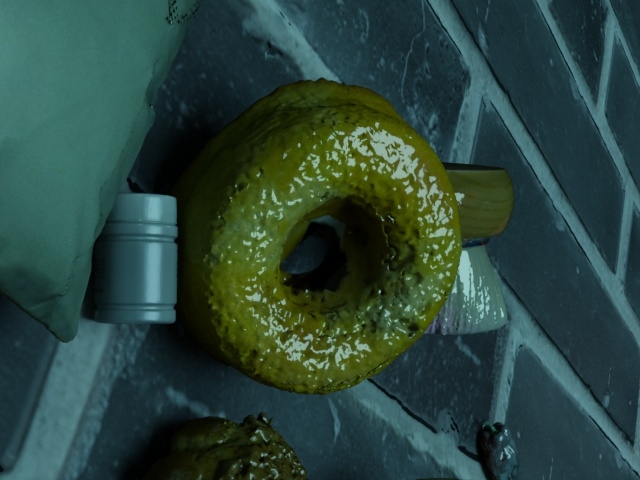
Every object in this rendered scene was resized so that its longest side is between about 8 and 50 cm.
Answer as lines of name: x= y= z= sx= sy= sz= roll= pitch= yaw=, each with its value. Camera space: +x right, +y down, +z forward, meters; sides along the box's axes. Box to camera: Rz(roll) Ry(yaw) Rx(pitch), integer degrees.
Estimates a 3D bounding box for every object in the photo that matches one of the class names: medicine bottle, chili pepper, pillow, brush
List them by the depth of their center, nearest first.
pillow: x=-0.192 y=-0.138 z=0.552 sx=0.310 sy=0.119 sz=0.312 roll=48 pitch=50 yaw=-50
medicine bottle: x=-0.132 y=0.014 z=0.698 sx=0.058 sy=0.058 sz=0.091 roll=6 pitch=83 yaw=-58
brush: x=0.071 y=0.005 z=0.938 sx=0.267 sy=0.174 sz=0.166 roll=-2 pitch=100 yaw=-50
chili pepper: x=0.242 y=0.294 z=1.302 sx=0.050 sy=0.041 sz=0.153 roll=-25 pitch=117 yaw=-10

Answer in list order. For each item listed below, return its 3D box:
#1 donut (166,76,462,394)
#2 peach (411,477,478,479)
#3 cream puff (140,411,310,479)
donut: x=-0.002 y=0.001 z=0.772 sx=0.254 sy=0.118 sz=0.253 roll=-6 pitch=105 yaw=-24
peach: x=0.125 y=0.387 z=0.879 sx=0.282 sy=0.314 sz=0.315 roll=4 pitch=113 yaw=-26
cream puff: x=-0.067 y=0.209 z=0.738 sx=0.150 sy=0.115 sz=0.165 roll=54 pitch=44 yaw=-48
